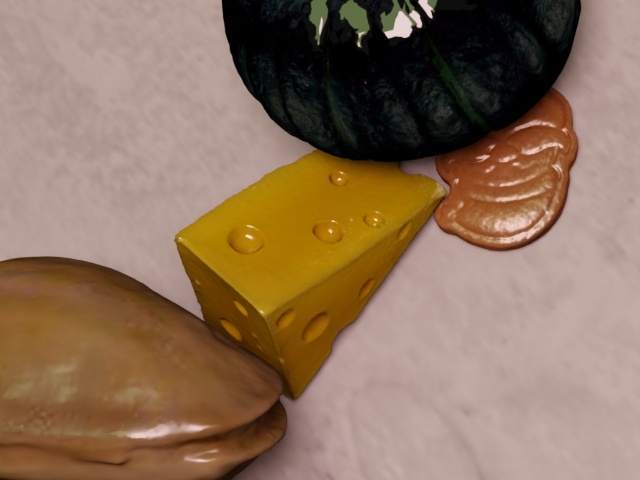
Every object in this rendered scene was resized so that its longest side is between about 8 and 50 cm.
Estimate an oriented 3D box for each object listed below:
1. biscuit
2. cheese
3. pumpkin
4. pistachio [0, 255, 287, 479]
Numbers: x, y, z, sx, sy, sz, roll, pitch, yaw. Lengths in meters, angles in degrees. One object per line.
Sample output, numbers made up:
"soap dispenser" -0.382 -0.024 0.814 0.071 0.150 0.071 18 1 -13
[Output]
"biscuit" 0.128 -0.057 0.925 0.102 0.019 0.131 5 75 17
"cheese" 0.000 0.000 0.915 0.093 0.126 0.171 36 70 28
"pumpkin" 0.043 -0.186 0.868 0.248 0.248 0.248 -5 73 16
"pistachio" -0.140 0.095 0.872 0.260 0.213 0.163 9 115 16
